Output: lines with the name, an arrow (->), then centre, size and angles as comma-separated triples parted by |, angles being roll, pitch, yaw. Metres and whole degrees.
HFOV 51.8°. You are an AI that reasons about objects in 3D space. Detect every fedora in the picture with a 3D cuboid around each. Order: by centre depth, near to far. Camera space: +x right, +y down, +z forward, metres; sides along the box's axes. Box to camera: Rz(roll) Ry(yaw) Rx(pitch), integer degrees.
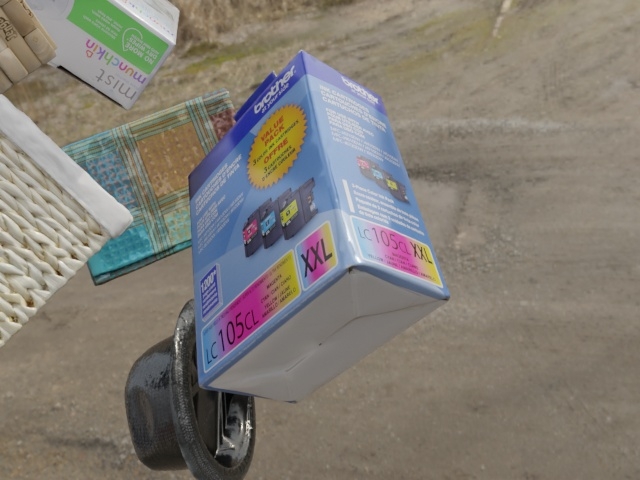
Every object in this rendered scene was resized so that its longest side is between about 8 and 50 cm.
fedora -> -0.229, 0.269, 1.115 | 0.153, 0.334, 0.334 | -16, 29, 13

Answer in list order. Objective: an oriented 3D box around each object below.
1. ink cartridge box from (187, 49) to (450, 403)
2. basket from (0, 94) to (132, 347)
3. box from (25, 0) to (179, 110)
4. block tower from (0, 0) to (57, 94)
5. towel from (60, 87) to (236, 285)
ink cartridge box -> -0.033, -0.038, 0.821 | 0.270, 0.151, 0.395 | -41, 42, 32
basket -> -0.507, -0.048, 0.951 | 0.266, 0.331, 0.328 | -53, 26, -18
box -> -0.344, -0.333, 0.925 | 0.127, 0.262, 0.231 | -48, 26, 17
block tower -> -0.380, -0.110, 0.545 | 0.091, 0.097, 0.335 | 11, 51, 44
towel -> -0.302, -0.108, 1.244 | 0.370, 0.271, 0.040 | -22, -6, -4
